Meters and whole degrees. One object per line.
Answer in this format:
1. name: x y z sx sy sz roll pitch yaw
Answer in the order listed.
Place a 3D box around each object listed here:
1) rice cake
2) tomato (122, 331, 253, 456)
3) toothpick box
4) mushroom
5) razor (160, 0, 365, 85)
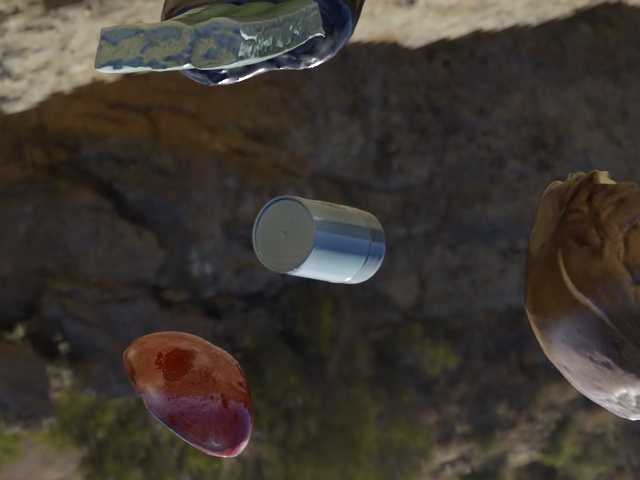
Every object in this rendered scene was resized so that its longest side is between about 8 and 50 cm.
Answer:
1. rice cake: -0.084 -0.161 1.143 0.127 0.043 0.237 0 -168 18
2. tomato: -0.151 0.171 1.772 0.174 0.166 0.082 29 116 -28
3. toothpick box: 0.000 0.000 0.945 0.052 0.052 0.083 -27 160 29
4. mushroom: 0.325 0.010 1.328 0.301 0.233 0.208 -37 158 3
5. razor: -0.042 -0.307 1.460 0.204 0.349 0.113 -6 139 19
